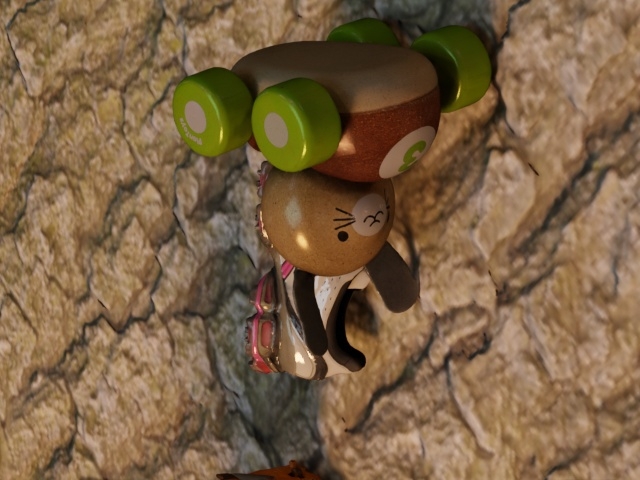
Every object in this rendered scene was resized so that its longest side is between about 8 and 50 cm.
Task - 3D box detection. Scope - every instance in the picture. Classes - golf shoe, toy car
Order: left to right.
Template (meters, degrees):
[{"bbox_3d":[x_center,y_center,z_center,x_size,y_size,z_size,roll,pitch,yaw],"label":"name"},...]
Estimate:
[{"bbox_3d":[0.000,0.000,1.255,0.086,0.067,0.186,5,99,15],"label":"golf shoe"},{"bbox_3d":[0.016,-0.027,1.162,0.149,0.155,0.188,13,118,47],"label":"toy car"}]

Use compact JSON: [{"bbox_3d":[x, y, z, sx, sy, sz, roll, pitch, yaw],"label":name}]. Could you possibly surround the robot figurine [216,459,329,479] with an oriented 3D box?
[{"bbox_3d":[-0.115,0.250,1.258,0.085,0.291,0.211,23,116,44],"label":"robot figurine"}]
